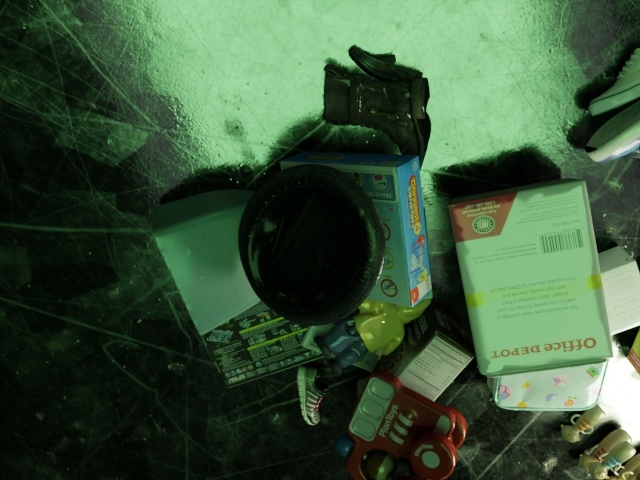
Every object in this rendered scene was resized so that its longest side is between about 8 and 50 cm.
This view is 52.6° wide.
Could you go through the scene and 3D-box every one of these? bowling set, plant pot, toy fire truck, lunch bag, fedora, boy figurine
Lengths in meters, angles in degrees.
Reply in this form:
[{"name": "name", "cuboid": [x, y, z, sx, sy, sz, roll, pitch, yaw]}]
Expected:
[{"name": "bowling set", "cuboid": [0.751, 0.582, 1.657, 0.287, 0.200, 0.154, 41, 108, -10]}, {"name": "plant pot", "cuboid": [-0.204, 0.014, 1.429, 0.252, 0.247, 0.247, -23, 110, -6]}, {"name": "toy fire truck", "cuboid": [0.172, 0.467, 1.473, 0.254, 0.169, 0.302, 27, 110, 15]}, {"name": "lunch bag", "cuboid": [0.550, 0.314, 1.598, 0.279, 0.108, 0.224, 2, 113, 0]}, {"name": "fedora", "cuboid": [0.000, 0.000, 1.287, 0.334, 0.152, 0.334, 8, 107, 26]}, {"name": "boy figurine", "cuboid": [0.124, 0.192, 1.520, 0.285, 0.092, 0.177, -35, 110, -3]}]

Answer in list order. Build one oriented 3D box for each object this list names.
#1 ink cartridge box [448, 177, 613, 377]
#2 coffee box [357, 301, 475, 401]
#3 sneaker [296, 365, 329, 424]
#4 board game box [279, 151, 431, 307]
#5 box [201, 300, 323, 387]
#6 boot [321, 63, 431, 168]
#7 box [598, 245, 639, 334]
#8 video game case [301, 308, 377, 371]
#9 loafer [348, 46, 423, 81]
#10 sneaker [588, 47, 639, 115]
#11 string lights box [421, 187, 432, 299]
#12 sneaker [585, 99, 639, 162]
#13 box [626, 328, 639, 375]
[{"name": "ink cartridge box", "cuboid": [0.450, 0.077, 1.417, 0.279, 0.160, 0.384, -10, 96, 12]}, {"name": "coffee box", "cuboid": [0.222, 0.311, 1.570, 0.119, 0.168, 0.297, 32, 108, -12]}, {"name": "sneaker", "cuboid": [-0.013, 0.397, 1.662, 0.075, 0.063, 0.170, -6, 106, 10]}, {"name": "board game box", "cuboid": [0.074, -0.032, 1.393, 0.308, 0.086, 0.302, 9, 117, 39]}, {"name": "box", "cuboid": [-0.147, 0.225, 1.601, 0.270, 0.060, 0.216, -20, 109, 8]}, {"name": "boot", "cuboid": [0.117, -0.259, 1.394, 0.229, 0.091, 0.263, 6, 136, 16]}, {"name": "box", "cuboid": [0.684, 0.122, 1.529, 0.130, 0.091, 0.170, -23, 110, 10]}, {"name": "video game case", "cuboid": [0.080, 0.207, 1.574, 0.201, 0.023, 0.183, 23, 98, -18]}, {"name": "loafer", "cuboid": [0.138, -0.367, 1.370, 0.170, 0.062, 0.061, 27, 101, -19]}, {"name": "sneaker", "cuboid": [0.673, -0.354, 1.357, 0.258, 0.094, 0.091, -30, 87, 9]}, {"name": "string lights box", "cuboid": [0.198, -0.009, 1.463, 0.077, 0.133, 0.259, -8, 110, 3]}, {"name": "sneaker", "cuboid": [0.762, -0.203, 1.380, 0.323, 0.130, 0.236, -37, 102, 8]}, {"name": "box", "cuboid": [0.822, 0.214, 1.567, 0.058, 0.087, 0.232, 10, 112, -1]}]
